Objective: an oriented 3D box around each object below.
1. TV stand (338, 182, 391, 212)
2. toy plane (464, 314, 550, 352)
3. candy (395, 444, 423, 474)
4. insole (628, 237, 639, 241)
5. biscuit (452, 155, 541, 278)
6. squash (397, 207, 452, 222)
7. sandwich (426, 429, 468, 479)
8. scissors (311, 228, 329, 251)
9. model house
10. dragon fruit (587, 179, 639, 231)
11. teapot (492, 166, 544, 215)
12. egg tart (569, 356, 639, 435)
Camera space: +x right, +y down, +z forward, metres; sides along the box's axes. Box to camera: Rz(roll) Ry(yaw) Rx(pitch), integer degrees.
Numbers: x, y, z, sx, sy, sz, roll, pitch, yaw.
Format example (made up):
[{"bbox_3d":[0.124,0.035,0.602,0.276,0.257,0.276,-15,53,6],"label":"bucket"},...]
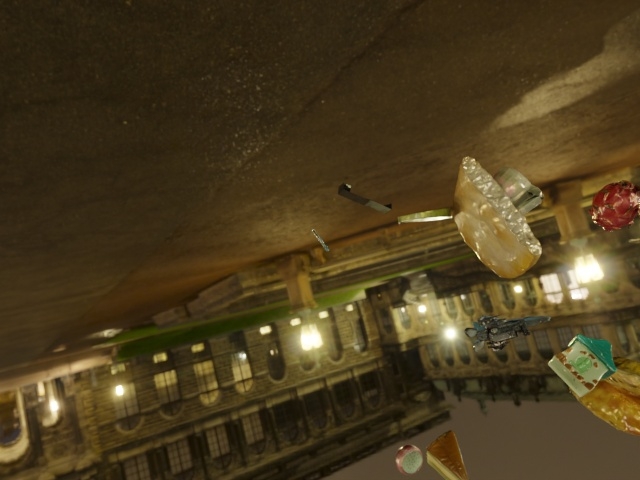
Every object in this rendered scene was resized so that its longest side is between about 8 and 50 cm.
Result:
[{"bbox_3d":[0.196,-0.183,2.234,0.256,0.040,0.049,21,148,-24],"label":"TV stand"},{"bbox_3d":[0.577,0.276,1.564,0.246,0.169,0.078,-14,-144,24],"label":"toy plane"},{"bbox_3d":[0.317,0.784,1.827,0.103,0.103,0.043,-11,-172,-25],"label":"candy"},{"bbox_3d":[1.121,-0.001,1.756,0.247,0.011,0.081,1,168,-41],"label":"insole"},{"bbox_3d":[0.652,-0.049,1.933,0.104,0.429,0.446,-31,154,-8],"label":"biscuit"},{"bbox_3d":[0.426,-0.103,2.089,0.219,0.041,0.219,-6,178,0],"label":"squash"},{"bbox_3d":[0.410,0.656,1.512,0.113,0.079,0.163,-29,-142,-26],"label":"sandwich"},{"bbox_3d":[0.000,0.000,2.218,0.014,0.119,0.058,-38,-178,-11],"label":"scissors"},{"bbox_3d":[0.719,0.325,1.380,0.149,0.127,0.100,-36,152,-9],"label":"model house"},{"bbox_3d":[0.841,-0.106,1.452,0.136,0.133,0.166,6,138,15],"label":"dragon fruit"},{"bbox_3d":[0.749,-0.164,2.020,0.178,0.221,0.163,-45,151,2],"label":"teapot"},{"bbox_3d":[1.055,0.523,1.752,0.169,0.388,0.388,-51,-174,-20],"label":"egg tart"}]
